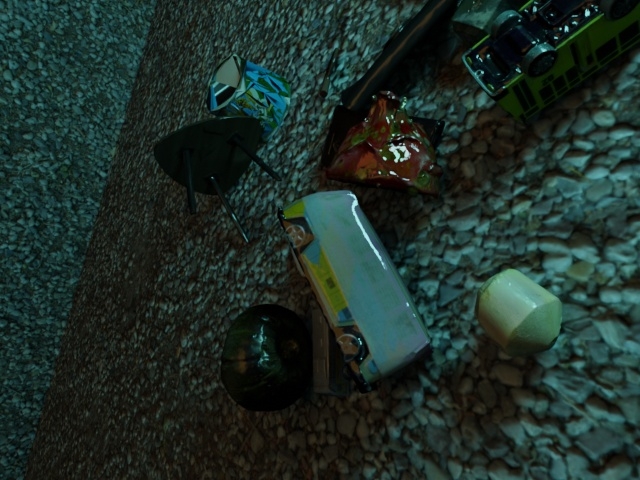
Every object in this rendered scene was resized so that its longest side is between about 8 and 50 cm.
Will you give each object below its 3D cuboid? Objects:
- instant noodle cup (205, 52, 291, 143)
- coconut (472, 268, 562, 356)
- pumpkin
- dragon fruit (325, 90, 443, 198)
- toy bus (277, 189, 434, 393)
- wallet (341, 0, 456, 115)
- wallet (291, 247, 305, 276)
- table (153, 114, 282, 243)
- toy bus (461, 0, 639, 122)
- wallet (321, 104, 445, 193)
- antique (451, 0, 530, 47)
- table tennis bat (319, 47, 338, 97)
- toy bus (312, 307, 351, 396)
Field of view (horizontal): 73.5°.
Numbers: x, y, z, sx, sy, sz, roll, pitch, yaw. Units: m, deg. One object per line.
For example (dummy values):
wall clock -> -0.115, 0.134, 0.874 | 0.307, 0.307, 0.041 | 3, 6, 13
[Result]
instant noodle cup -> -0.229, -0.440, 1.318 | 0.240, 0.178, 0.240 | -15, 68, 41
coconut -> 0.307, 0.118, 0.661 | 0.116, 0.116, 0.122 | -56, 42, 17
pumpkin -> -0.108, 0.257, 0.949 | 0.159, 0.238, 0.238 | -14, 68, 37
dragon fruit -> 0.115, -0.202, 0.879 | 0.262, 0.134, 0.212 | 11, 88, 42
toy bus -> 0.064, 0.075, 0.822 | 0.162, 0.171, 0.387 | -27, 70, -1
wallet -> 0.186, -0.437, 0.935 | 0.377, 0.051, 0.197 | -45, 17, 21
wallet -> 0.000, 0.000, 1.060 | 0.183, 0.031, 0.124 | -46, 50, 27
table -> -0.285, -0.162, 1.212 | 0.317, 0.317, 0.249 | -46, 58, 25
toy bus -> 0.385, -0.323, 0.696 | 0.262, 0.150, 0.128 | -36, 53, 25
wallet -> 0.122, -0.219, 0.997 | 0.318, 0.045, 0.173 | 27, 101, 44
antique -> 0.343, -0.464, 0.826 | 0.183, 0.086, 0.088 | -58, 45, 15
table tennis bat -> 0.068, -0.423, 1.143 | 0.107, 0.119, 0.170 | 120, 165, -54
toy bus -> 0.023, 0.239, 0.931 | 0.064, 0.075, 0.191 | -17, 65, 40
